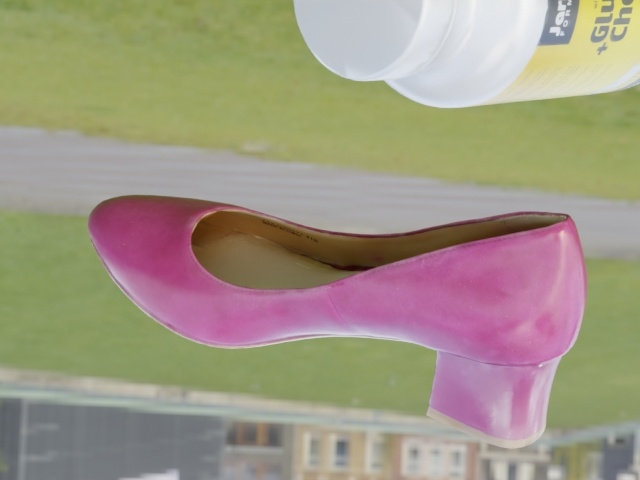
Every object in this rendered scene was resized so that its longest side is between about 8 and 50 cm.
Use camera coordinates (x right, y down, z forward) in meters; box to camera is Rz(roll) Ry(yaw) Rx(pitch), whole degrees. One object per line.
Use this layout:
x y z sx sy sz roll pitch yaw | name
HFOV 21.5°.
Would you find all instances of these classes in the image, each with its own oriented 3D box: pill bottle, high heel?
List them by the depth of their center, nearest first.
0.000 0.000 0.742 0.244 0.117 0.082 26 -139 25 | high heel
0.078 -0.112 0.744 0.103 0.103 0.184 0 -173 44 | pill bottle
